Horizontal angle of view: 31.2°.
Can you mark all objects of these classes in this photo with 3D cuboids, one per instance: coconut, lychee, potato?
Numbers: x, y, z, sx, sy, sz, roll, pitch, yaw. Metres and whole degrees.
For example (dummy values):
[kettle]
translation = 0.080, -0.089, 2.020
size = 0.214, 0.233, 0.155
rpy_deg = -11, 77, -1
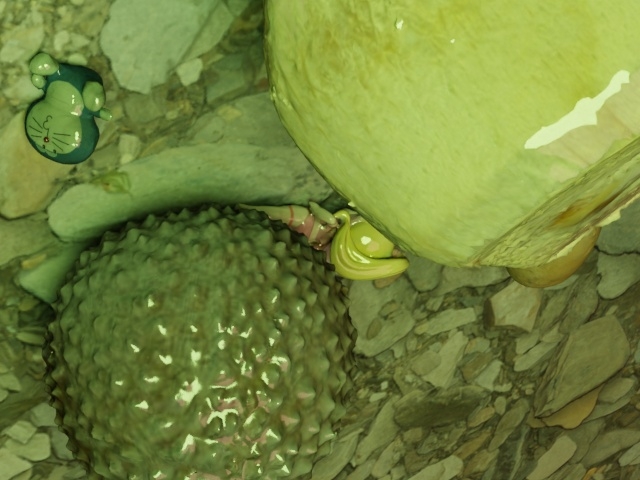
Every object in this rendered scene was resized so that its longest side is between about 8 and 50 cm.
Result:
[coconut]
translation = 0.130, -0.180, 0.878
size = 0.405, 0.404, 0.404
rpy_deg = -18, 133, -20
[lychee]
translation = -0.107, 0.112, 1.013
size = 0.300, 0.300, 0.300
rpy_deg = -18, 133, -20
[potato]
translation = 0.251, -0.010, 1.265
size = 0.112, 0.112, 0.147
rpy_deg = -11, 138, -25

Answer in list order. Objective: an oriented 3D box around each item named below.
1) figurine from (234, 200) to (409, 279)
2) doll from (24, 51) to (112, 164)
[figurine]
translation = 0.000, 0.000, 1.133
size = 0.187, 0.083, 0.083
rpy_deg = 10, 120, -27
[doll]
translation = -0.200, -0.100, 0.920
size = 0.083, 0.076, 0.050
rpy_deg = -67, 165, 19
